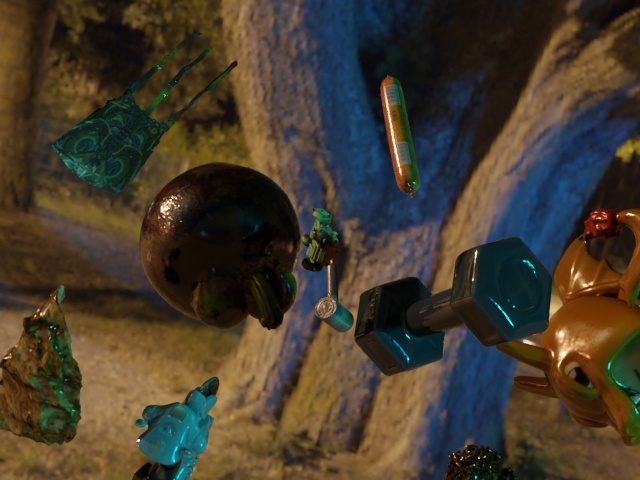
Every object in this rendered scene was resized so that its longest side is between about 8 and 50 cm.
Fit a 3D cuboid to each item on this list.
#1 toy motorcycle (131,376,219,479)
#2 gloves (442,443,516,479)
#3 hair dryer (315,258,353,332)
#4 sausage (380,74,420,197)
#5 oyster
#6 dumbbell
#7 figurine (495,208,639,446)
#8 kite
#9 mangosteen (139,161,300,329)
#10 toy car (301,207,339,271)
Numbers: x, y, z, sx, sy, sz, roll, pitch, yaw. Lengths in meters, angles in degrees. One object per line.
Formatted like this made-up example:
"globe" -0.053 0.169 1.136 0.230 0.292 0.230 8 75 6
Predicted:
"toy motorcycle" -0.248 0.359 1.830 0.123 0.272 0.182 29 27 16
"gloves" 0.263 0.443 1.611 0.135 0.312 0.210 -27 5 40
"hair dryer" 0.022 0.079 1.679 0.037 0.114 0.063 -16 -31 24
"sausage" 0.176 -0.238 2.447 0.053 0.348 0.053 -5 -34 -4
"oyster" -0.490 0.255 1.867 0.111 0.396 0.204 -7 56 -40
"dumbbell" 0.189 0.102 1.621 0.144 0.160 0.325 20 -26 -26
"figurine" 0.514 0.126 1.863 0.268 0.387 0.401 45 -12 -16
"kite" -0.250 -0.190 1.594 0.152 0.285 0.015 43 8 -50
"mangosteen" -0.176 0.020 2.020 0.306 0.306 0.359 14 22 -26
"toy car" 0.000 0.000 1.859 0.054 0.073 0.143 16 20 -7
